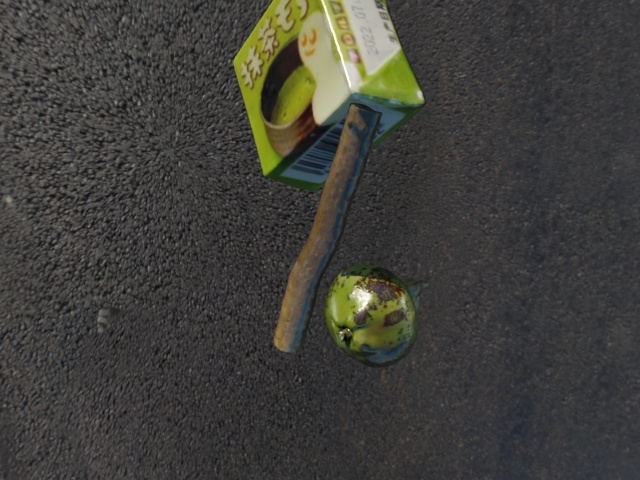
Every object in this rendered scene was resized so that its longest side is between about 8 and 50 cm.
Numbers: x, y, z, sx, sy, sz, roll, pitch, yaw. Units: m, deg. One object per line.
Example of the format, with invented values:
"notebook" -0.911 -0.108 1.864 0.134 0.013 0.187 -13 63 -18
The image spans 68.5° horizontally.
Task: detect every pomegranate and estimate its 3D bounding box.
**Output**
"pomegranate" 0.147 0.157 1.049 0.277 0.204 0.222 -9 109 -14

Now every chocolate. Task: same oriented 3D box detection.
"chocolate" -0.010 -0.272 0.789 0.137 0.301 0.288 -4 71 -40

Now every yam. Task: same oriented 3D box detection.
"yam" 0.000 0.000 0.552 0.045 0.045 0.326 19 119 0
